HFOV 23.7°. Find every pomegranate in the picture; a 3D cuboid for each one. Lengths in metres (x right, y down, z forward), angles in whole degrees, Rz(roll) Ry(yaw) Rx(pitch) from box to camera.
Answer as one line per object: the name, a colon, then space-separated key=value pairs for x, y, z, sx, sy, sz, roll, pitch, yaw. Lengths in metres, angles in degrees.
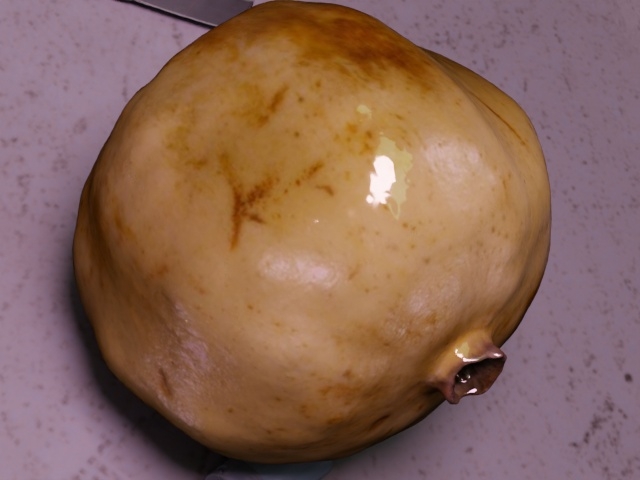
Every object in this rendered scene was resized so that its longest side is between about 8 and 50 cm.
pomegranate: x=0.000 y=0.000 z=1.055 sx=0.333 sy=0.332 sz=0.332 roll=12 pitch=58 yaw=-20

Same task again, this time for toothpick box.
toothpick box: x=-0.038 y=0.169 z=1.098 sx=0.083 sy=0.052 sz=0.052 roll=-31 pitch=79 yaw=-37

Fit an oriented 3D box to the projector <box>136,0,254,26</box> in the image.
projector: x=-0.126 y=-0.250 z=1.287 sx=0.147 sy=0.061 sz=0.115 roll=17 pitch=55 yaw=-17
